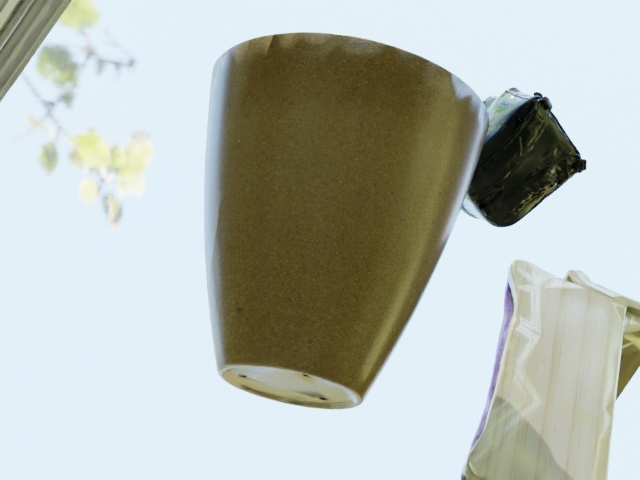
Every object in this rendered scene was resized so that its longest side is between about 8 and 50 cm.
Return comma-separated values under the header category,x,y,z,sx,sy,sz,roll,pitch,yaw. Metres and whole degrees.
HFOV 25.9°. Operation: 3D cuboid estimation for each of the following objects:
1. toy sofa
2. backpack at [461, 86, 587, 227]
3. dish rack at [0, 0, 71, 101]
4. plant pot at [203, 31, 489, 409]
category,x,y,z,sx,sy,sz,roll,pitch,yaw
toy sofa,0.219,0.191,1.348,0.177,0.362,0.150,22,-52,0
backpack,0.170,-0.073,1.302,0.114,0.084,0.105,-43,-61,-11
dish rack,-0.345,-0.276,1.093,0.333,0.072,0.285,42,-64,1
plant pot,0.000,0.000,1.135,0.237,0.254,0.237,11,-19,4
